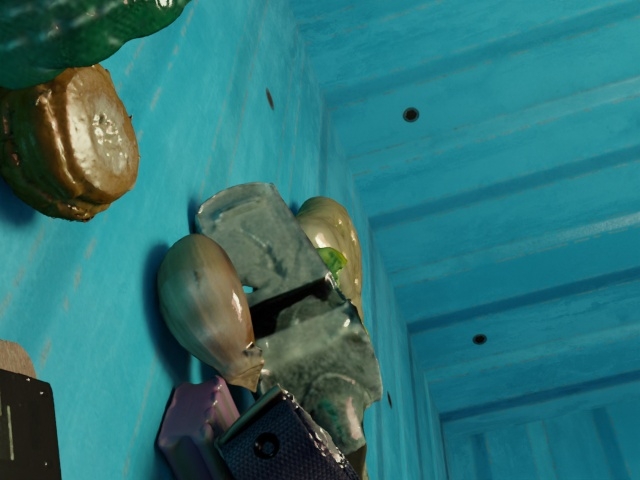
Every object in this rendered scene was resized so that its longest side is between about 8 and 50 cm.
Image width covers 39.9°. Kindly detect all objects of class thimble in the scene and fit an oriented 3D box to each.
[{"bbox_3d":[-0.236,-0.262,0.761,0.288,0.254,0.167,-122,-169,-55],"label":"thimble"}]

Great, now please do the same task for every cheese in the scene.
[{"bbox_3d":[0.000,0.000,1.864,0.351,0.129,0.328,65,17,-49],"label":"cheese"}]

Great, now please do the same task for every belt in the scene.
[{"bbox_3d":[-0.036,0.276,1.026,0.140,0.126,0.230,50,-4,33],"label":"belt"}]

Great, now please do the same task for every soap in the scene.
[{"bbox_3d":[-0.122,0.280,1.072,0.122,0.065,0.203,-81,153,-63],"label":"soap"}]

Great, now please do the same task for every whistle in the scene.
[{"bbox_3d":[-0.050,0.108,1.260,0.188,0.168,0.405,170,-103,-77],"label":"whistle"}]

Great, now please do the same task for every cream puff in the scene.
[{"bbox_3d":[-0.247,-0.097,0.829,0.150,0.115,0.165,-30,114,-71],"label":"cream puff"}]

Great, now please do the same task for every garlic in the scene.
[{"bbox_3d":[-0.153,0.054,1.141,0.148,0.128,0.267,111,-29,-43],"label":"garlic"}]

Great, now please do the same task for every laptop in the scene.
[{"bbox_3d":[-0.240,0.201,0.683,0.154,0.026,0.207,47,29,-66],"label":"laptop"}]

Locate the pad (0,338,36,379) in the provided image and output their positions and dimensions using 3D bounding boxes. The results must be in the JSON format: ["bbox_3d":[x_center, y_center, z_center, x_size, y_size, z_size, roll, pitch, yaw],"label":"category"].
[{"bbox_3d":[-0.258,0.200,0.679,0.176,0.002,0.266,43,34,-70],"label":"pad"}]

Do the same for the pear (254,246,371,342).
[{"bbox_3d":[0.003,0.187,1.540,0.286,0.176,0.282,-90,164,-48],"label":"pear"}]

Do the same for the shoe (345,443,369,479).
[{"bbox_3d":[0.045,0.464,1.574,0.275,0.103,0.098,-79,166,-61],"label":"shoe"}]
